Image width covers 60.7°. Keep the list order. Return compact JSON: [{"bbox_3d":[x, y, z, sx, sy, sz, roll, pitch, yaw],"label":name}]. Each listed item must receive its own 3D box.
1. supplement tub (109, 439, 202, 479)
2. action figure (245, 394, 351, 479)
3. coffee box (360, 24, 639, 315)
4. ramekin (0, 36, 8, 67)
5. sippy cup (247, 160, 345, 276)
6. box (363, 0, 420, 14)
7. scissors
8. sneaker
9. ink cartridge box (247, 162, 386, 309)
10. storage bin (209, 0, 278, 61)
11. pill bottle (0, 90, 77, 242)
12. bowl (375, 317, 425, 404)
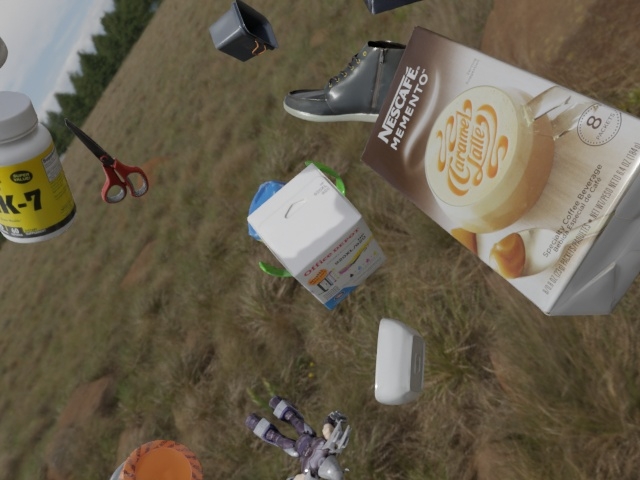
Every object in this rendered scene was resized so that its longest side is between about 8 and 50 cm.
[{"bbox_3d":[-0.349,0.564,1.109,0.194,0.193,0.316,-101,29,-54],"label":"supplement tub"},{"bbox_3d":[-0.030,0.404,1.090,0.185,0.099,0.285,-47,31,-17],"label":"action figure"},{"bbox_3d":[0.155,-0.068,0.457,0.246,0.098,0.141,48,124,46],"label":"coffee box"},{"bbox_3d":[-0.947,-0.509,1.356,0.135,0.277,0.277,101,178,-51],"label":"ramekin"},{"bbox_3d":[-0.073,-0.059,1.523,0.240,0.223,0.306,-16,61,58],"label":"sippy cup"},{"bbox_3d":[0.064,-0.453,0.488,0.178,0.313,0.343,-17,57,-2],"label":"box"},{"bbox_3d":[-0.445,-0.174,1.165,0.021,0.108,0.297,58,162,27],"label":"scissors"},{"bbox_3d":[0.042,-0.256,0.869,0.221,0.118,0.083,6,33,19],"label":"sneaker"},{"bbox_3d":[0.000,0.000,1.103,0.171,0.233,0.168,-41,61,-1],"label":"ink cartridge box"},{"bbox_3d":[-0.167,-0.436,1.178,0.091,0.135,0.098,-25,81,25],"label":"storage bin"},{"bbox_3d":[-0.457,-0.109,0.827,0.119,0.119,0.209,-92,2,-49],"label":"pill bottle"},{"bbox_3d":[0.140,0.207,0.922,0.053,0.142,0.142,0,73,24],"label":"bowl"}]
